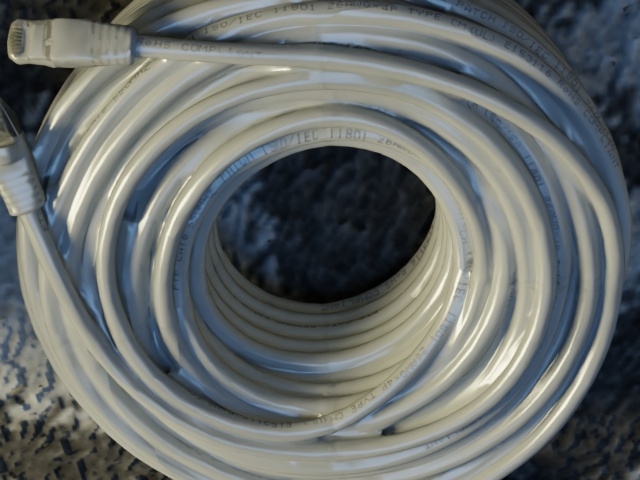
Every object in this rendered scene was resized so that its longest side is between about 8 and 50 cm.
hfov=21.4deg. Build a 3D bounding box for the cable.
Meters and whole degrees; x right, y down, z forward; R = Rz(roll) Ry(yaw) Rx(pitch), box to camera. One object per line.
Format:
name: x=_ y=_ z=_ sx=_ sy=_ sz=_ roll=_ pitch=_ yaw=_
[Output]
cable: x=0.000 y=0.000 z=0.723 sx=0.257 sy=0.089 sz=0.257 roll=-7 pitch=118 yaw=1
